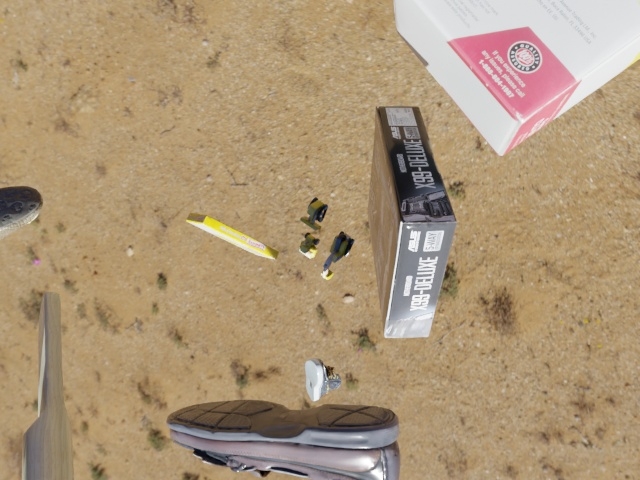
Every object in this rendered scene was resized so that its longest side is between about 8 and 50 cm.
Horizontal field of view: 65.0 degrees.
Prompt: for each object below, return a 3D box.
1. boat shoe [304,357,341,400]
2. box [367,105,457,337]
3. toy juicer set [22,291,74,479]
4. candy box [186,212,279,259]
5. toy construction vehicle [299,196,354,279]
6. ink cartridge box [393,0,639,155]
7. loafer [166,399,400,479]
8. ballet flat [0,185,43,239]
[{"bbox_3d":[0.009,0.342,1.290,0.065,0.083,0.183,54,155,33],"label":"boat shoe"},{"bbox_3d":[0.133,-0.038,0.815,0.077,0.307,0.242,0,133,-1],"label":"box"},{"bbox_3d":[-0.270,0.199,0.311,0.329,0.089,0.209,-51,49,-5],"label":"toy juicer set"},{"bbox_3d":[-0.205,-0.009,1.182,0.206,0.027,0.105,29,167,-34],"label":"candy box"},{"bbox_3d":[0.000,0.000,0.737,0.086,0.035,0.098,38,129,18],"label":"toy construction vehicle"},{"bbox_3d":[0.336,-0.352,0.699,0.385,0.160,0.279,-35,76,5],"label":"ink cartridge box"},{"bbox_3d":[-0.054,0.248,0.593,0.303,0.109,0.095,-6,89,23],"label":"loafer"},{"bbox_3d":[-0.560,-0.009,0.800,0.084,0.250,0.058,52,165,25],"label":"ballet flat"}]
